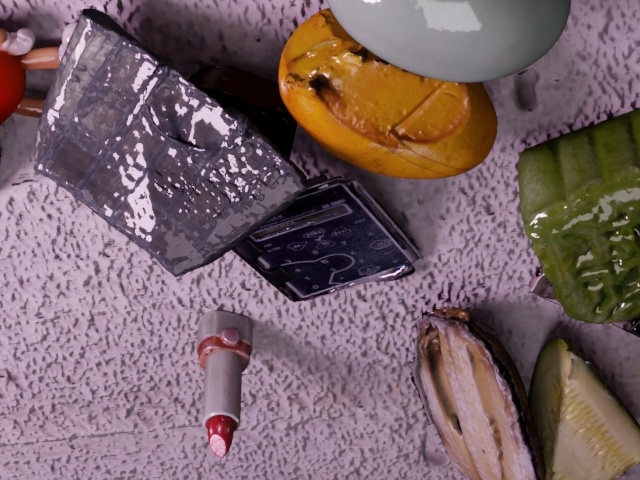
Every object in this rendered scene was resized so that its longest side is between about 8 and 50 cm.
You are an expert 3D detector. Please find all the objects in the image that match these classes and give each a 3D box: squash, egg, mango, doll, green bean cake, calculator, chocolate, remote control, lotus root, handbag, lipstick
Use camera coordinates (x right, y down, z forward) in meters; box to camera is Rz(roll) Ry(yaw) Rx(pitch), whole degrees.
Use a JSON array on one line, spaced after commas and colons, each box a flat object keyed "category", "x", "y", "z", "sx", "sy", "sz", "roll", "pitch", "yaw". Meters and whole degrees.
[{"category": "squash", "x": 0.277, "y": 0.214, "z": 2.020, "sx": 0.169, "sy": 0.093, "sz": 0.252, "roll": -35, "pitch": 130, "yaw": 8}, {"category": "egg", "x": 0.112, "y": -0.229, "z": 1.492, "sx": 0.231, "sy": 0.168, "sz": 0.168, "roll": 14, "pitch": 135, "yaw": -8}, {"category": "mango", "x": 0.072, "y": -0.135, "z": 1.626, "sx": 0.252, "sy": 0.126, "sz": 0.154, "roll": 25, "pitch": 122, "yaw": -35}, {"category": "doll", "x": -0.335, "y": -0.149, "z": 1.638, "sx": 0.217, "sy": 0.085, "sz": 0.183, "roll": -8, "pitch": 143, "yaw": -17}, {"category": "green bean cake", "x": 0.335, "y": -0.024, "z": 1.745, "sx": 0.248, "sy": 0.125, "sz": 0.222, "roll": -16, "pitch": 135, "yaw": 15}, {"category": "calculator", "x": 0.000, "y": 0.001, "z": 1.778, "sx": 0.165, "sy": 0.028, "sz": 0.274, "roll": -16, "pitch": 156, "yaw": 15}, {"category": "chocolate", "x": -0.081, "y": -0.125, "z": 1.663, "sx": 0.125, "sy": 0.080, "sz": 0.148, "roll": -27, "pitch": 123, "yaw": 31}, {"category": "remote control", "x": 0.336, "y": 0.074, "z": 1.919, "sx": 0.212, "sy": 0.028, "sz": 0.059, "roll": 21, "pitch": 133, "yaw": -22}, {"category": "lotus root", "x": 0.197, "y": 0.186, "z": 1.990, "sx": 0.167, "sy": 0.078, "sz": 0.329, "roll": 21, "pitch": 144, "yaw": 34}, {"category": "handbag", "x": -0.155, "y": -0.087, "z": 1.603, "sx": 0.270, "sy": 0.089, "sz": 0.175, "roll": 37, "pitch": 122, "yaw": -3}, {"category": "lipstick", "x": -0.110, "y": 0.167, "z": 1.896, "sx": 0.063, "sy": 0.186, "sz": 0.057, "roll": 12, "pitch": 135, "yaw": -14}]
